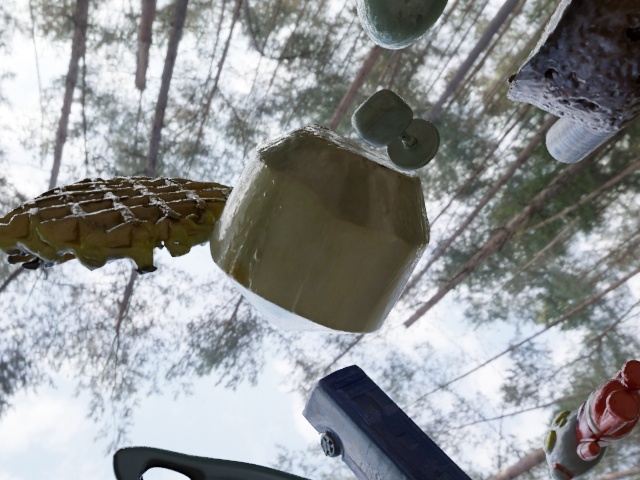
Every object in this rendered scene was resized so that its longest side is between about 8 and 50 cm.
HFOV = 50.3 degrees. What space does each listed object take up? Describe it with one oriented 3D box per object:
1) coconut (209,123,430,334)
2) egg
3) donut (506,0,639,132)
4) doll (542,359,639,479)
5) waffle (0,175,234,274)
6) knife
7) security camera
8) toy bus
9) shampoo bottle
[{"bbox_3d":[0.000,0.000,0.992,0.322,0.323,0.323,11,-124,-17],"label":"coconut"},{"bbox_3d":[0.155,-0.477,1.277,0.182,0.183,0.264,20,-113,-10],"label":"egg"},{"bbox_3d":[0.235,-0.157,0.584,0.126,0.187,0.144,30,-133,11],"label":"donut"},{"bbox_3d":[0.354,0.247,0.892,0.076,0.245,0.142,35,-125,16],"label":"doll"},{"bbox_3d":[-0.329,-0.043,1.149,0.382,0.095,0.380,2,-162,12],"label":"waffle"},{"bbox_3d":[0.039,0.163,0.372,0.313,0.019,0.045,18,-125,-13],"label":"knife"},{"bbox_3d":[0.066,-0.104,0.616,0.092,0.058,0.058,34,-141,-53],"label":"security camera"},{"bbox_3d":[0.079,0.240,0.778,0.079,0.094,0.236,-10,-140,-41],"label":"toy bus"},{"bbox_3d":[0.499,-0.226,1.222,0.092,0.303,0.092,0,-102,-1],"label":"shampoo bottle"}]
